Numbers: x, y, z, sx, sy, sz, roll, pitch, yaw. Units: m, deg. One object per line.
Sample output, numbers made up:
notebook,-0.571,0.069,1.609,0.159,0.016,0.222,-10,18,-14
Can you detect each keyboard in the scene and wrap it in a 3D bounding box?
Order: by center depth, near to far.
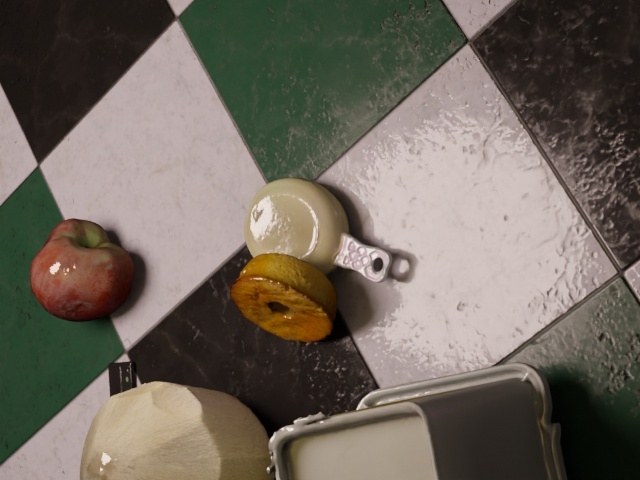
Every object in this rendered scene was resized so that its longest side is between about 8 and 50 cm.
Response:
keyboard,-0.292,0.257,1.956,0.053,0.010,0.155,-7,83,36

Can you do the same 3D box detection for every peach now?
peach,-0.351,0.051,1.949,0.152,0.152,0.152,-3,85,36

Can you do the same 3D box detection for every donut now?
donut,-0.043,0.072,1.710,0.152,0.152,0.058,-3,51,36

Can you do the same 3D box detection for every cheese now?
cheese,0.000,0.000,1.729,0.227,0.064,0.137,23,102,33

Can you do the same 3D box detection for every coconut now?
coconut,-0.197,0.305,1.728,0.237,0.266,0.237,-11,74,40

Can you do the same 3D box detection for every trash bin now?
trash bin,0.116,0.290,1.424,0.255,0.367,0.296,-13,79,23
